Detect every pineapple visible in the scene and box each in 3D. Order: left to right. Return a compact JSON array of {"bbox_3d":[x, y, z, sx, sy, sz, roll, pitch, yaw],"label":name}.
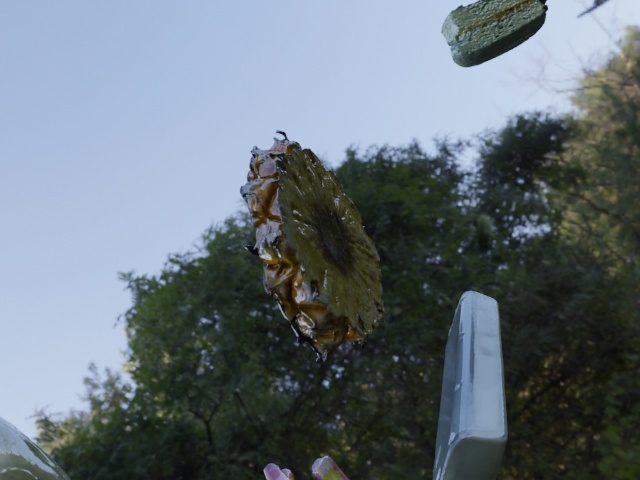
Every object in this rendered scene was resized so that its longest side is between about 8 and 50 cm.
[{"bbox_3d":[0.000,0.000,0.664,0.221,0.047,0.221,50,-152,-39],"label":"pineapple"}]

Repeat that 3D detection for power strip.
[{"bbox_3d":[0.084,0.093,0.427,0.252,0.027,0.060,-52,-24,-71],"label":"power strip"}]

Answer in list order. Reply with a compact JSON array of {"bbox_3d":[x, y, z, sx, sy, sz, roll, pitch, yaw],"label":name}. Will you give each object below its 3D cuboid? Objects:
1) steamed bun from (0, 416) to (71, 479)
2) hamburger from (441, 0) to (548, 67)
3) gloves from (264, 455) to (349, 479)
[{"bbox_3d":[-0.523,0.419,1.206,0.272,0.274,0.290,-80,-29,-45],"label":"steamed bun"},{"bbox_3d":[0.191,-0.227,0.803,0.054,0.121,0.084,65,-174,12],"label":"hamburger"},{"bbox_3d":[0.003,0.405,1.031,0.126,0.241,0.145,-38,-23,-49],"label":"gloves"}]
